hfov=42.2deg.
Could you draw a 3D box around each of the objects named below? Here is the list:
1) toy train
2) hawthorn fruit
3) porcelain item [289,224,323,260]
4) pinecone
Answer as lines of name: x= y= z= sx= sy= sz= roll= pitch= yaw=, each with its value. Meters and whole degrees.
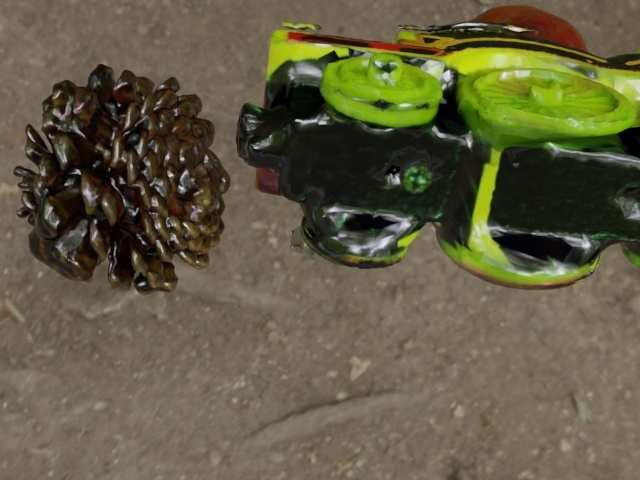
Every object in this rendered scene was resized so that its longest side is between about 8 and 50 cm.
toy train: x=0.108 y=-0.050 z=0.425 sx=0.296 sy=0.101 sz=0.161 roll=6 pitch=32 yaw=-3
hawthorn fruit: x=0.272 y=-0.232 z=1.154 sx=0.215 sy=0.215 sz=0.250 roll=41 pitch=50 yaw=0
porcelain item: x=0.000 y=0.000 z=1.389 sx=0.084 sy=0.213 sz=0.054 roll=-35 pitch=100 yaw=-8
pinecone: x=-0.351 y=-0.106 z=1.433 sx=0.397 sy=0.398 sz=0.398 roll=18 pitch=48 yaw=-22
